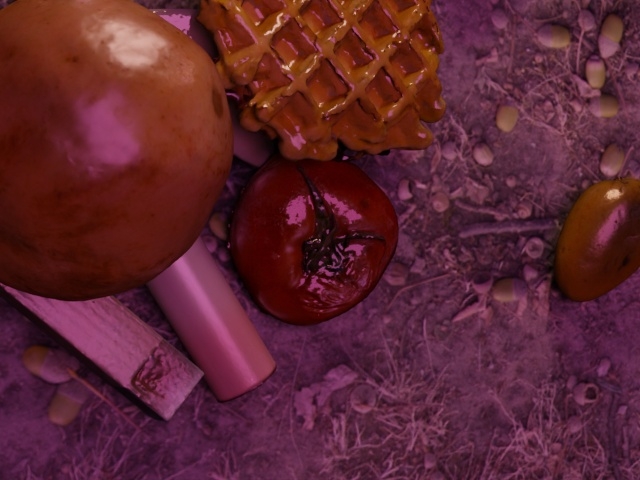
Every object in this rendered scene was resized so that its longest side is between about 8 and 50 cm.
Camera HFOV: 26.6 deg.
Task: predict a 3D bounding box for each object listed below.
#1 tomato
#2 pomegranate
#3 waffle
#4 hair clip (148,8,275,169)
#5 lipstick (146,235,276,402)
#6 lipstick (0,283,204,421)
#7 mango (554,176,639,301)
[{"bbox_3d":[0.003,0.001,1.685,0.228,0.101,0.227,-5,102,-25],"label":"tomato"},{"bbox_3d":[-0.243,-0.108,1.406,0.338,0.338,0.338,1,88,-24],"label":"pomegranate"},{"bbox_3d":[0.006,-0.283,1.652,0.380,0.095,0.382,-2,81,-40],"label":"waffle"},{"bbox_3d":[-0.147,-0.197,1.628,0.282,0.113,0.172,13,83,-24],"label":"hair clip"},{"bbox_3d":[-0.169,0.037,1.624,0.087,0.087,0.326,-34,102,-21],"label":"lipstick"},{"bbox_3d":[-0.302,0.067,1.570,0.371,0.076,0.079,43,73,-17],"label":"lipstick"},{"bbox_3d":[0.398,0.000,1.875,0.137,0.098,0.195,34,80,-24],"label":"mango"}]
